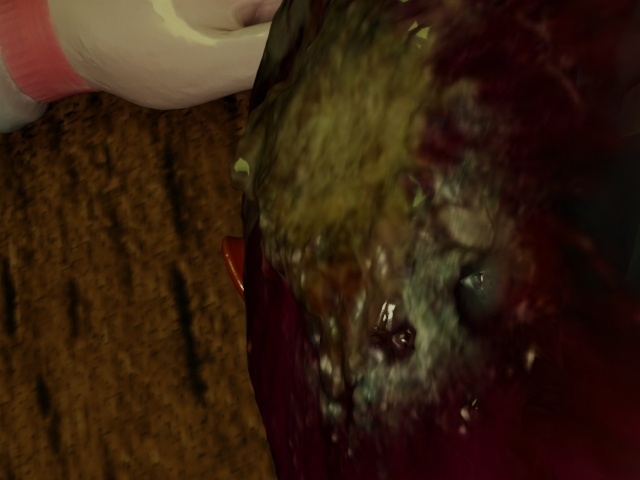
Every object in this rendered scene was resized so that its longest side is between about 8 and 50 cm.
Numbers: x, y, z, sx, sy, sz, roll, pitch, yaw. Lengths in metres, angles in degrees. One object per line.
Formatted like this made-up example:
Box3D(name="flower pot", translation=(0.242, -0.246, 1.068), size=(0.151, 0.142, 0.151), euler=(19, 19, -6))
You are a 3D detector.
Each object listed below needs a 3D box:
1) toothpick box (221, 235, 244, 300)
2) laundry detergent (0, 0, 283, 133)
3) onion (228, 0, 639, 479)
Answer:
Box3D(name="toothpick box", translation=(0.000, 0.000, 0.811), size=(0.083, 0.047, 0.047), euler=(-29, 42, 8))
Box3D(name="laundry detergent", translation=(-0.039, -0.132, 0.929), size=(0.335, 0.088, 0.159), euler=(-17, 45, 21))
Box3D(name="onion", translation=(0.113, 0.033, 0.553), size=(0.337, 0.282, 0.260), euler=(21, 99, 56))
